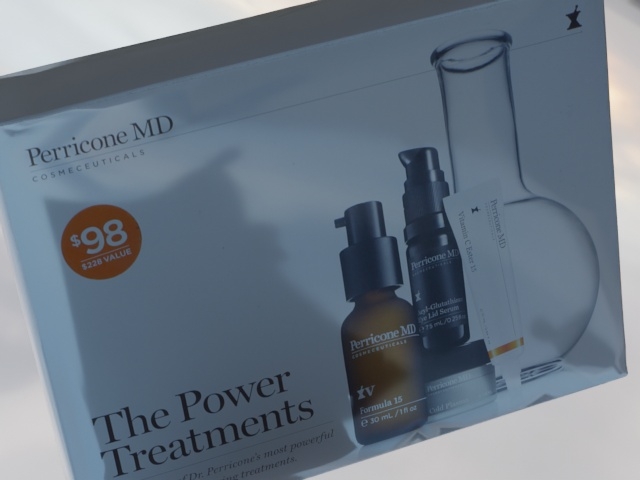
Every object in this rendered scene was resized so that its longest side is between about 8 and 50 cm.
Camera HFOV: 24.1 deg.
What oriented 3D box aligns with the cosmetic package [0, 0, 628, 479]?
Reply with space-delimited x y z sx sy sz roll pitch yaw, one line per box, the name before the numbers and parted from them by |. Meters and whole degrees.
cosmetic package | 0.000 0.000 0.936 0.377 0.284 0.097 -16 -156 -14
